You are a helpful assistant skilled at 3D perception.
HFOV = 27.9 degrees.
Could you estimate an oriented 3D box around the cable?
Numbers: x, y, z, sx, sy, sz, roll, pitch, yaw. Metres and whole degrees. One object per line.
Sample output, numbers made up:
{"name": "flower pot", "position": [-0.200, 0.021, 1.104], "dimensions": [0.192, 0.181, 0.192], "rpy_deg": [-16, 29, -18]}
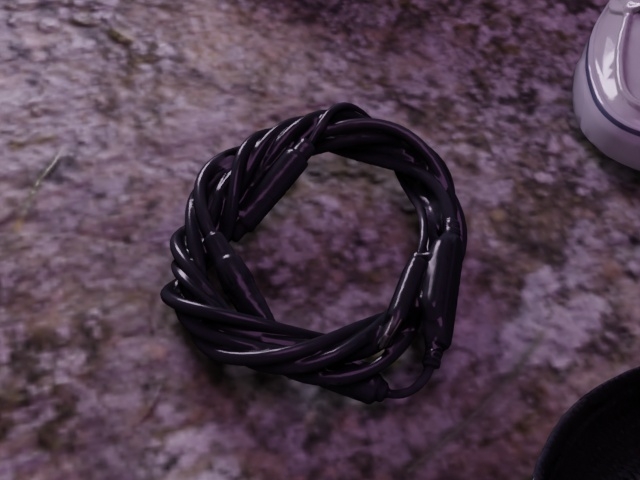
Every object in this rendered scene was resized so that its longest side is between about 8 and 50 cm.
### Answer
{"name": "cable", "position": [0.000, 0.000, 0.667], "dimensions": [0.151, 0.047, 0.184], "rpy_deg": [6, 51, 6]}

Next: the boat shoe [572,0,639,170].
{"name": "boat shoe", "position": [0.218, -0.150, 0.788], "dimensions": [0.095, 0.084, 0.258], "rpy_deg": [16, 49, 7]}

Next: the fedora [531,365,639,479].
{"name": "fedora", "position": [0.237, 0.102, 0.460], "dimensions": [0.334, 0.152, 0.334], "rpy_deg": [13, 28, -7]}
